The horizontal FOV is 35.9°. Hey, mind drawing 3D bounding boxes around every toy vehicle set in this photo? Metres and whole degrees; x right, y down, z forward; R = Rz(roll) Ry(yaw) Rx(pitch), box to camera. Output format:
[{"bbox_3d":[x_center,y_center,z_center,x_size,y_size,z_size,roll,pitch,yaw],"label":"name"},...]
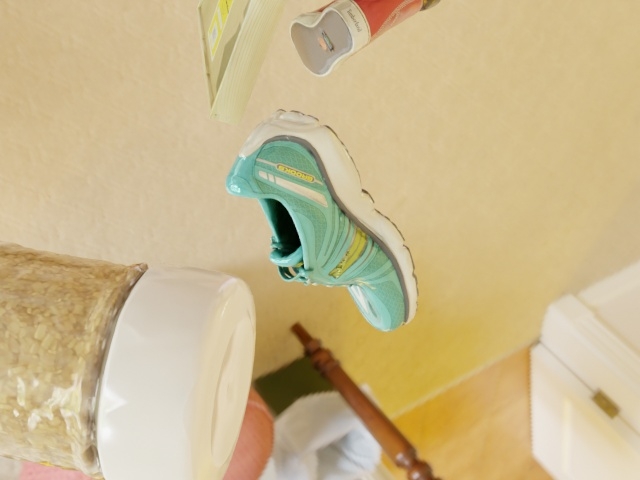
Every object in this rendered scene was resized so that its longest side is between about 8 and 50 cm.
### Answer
[{"bbox_3d":[-0.097,-0.276,1.151,0.035,0.266,0.166,12,126,-20],"label":"toy vehicle set"}]

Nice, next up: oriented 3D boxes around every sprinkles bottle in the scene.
[{"bbox_3d":[-0.219,0.051,0.538,0.121,0.356,0.121,9,90,-81],"label":"sprinkles bottle"}]

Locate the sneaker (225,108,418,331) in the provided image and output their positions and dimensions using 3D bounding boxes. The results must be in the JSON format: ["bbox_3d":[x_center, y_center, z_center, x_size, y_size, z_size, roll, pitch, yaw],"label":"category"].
[{"bbox_3d":[0.000,0.000,0.949,0.110,0.107,0.275,-50,127,-19],"label":"sneaker"}]

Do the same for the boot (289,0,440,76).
[{"bbox_3d":[0.065,-0.299,1.308,0.176,0.244,0.088,-32,102,-17],"label":"boot"}]
